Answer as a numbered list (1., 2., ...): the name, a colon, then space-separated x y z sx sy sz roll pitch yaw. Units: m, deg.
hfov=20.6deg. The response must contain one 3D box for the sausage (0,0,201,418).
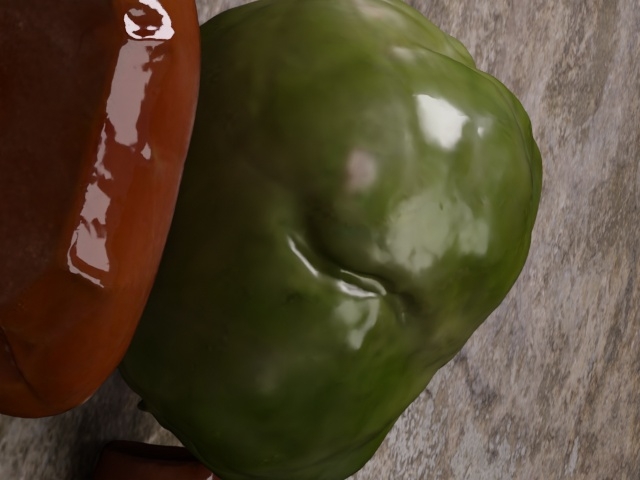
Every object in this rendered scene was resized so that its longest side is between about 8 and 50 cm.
1. sausage: -0.129 -0.040 0.874 0.133 0.133 0.258 33 65 -64

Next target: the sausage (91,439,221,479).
1. sausage: -0.107 0.252 1.062 0.113 0.114 0.259 16 83 -66

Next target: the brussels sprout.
1. brussels sprout: 0.001 -0.010 1.026 0.316 0.243 0.273 -51 156 -66
